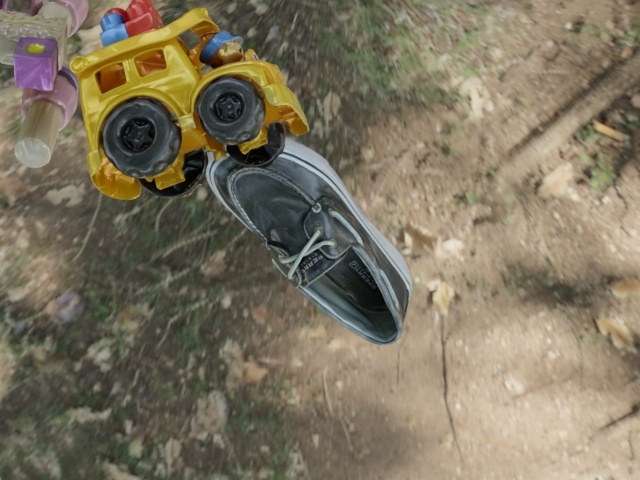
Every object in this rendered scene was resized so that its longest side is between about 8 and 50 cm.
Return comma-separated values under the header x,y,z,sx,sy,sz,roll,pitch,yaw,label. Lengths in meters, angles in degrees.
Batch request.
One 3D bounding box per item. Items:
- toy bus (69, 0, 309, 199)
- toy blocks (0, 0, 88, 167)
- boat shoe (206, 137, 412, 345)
x,y,z,sx,sy,sz,roll,pitch,yaw,label
-0.145,-0.166,1.262,0.220,0.149,0.211,-19,77,6,toy bus
-0.401,-0.286,1.378,0.288,0.260,0.309,9,129,-6,toy blocks
0.000,0.000,1.417,0.121,0.119,0.335,-38,122,23,boat shoe
